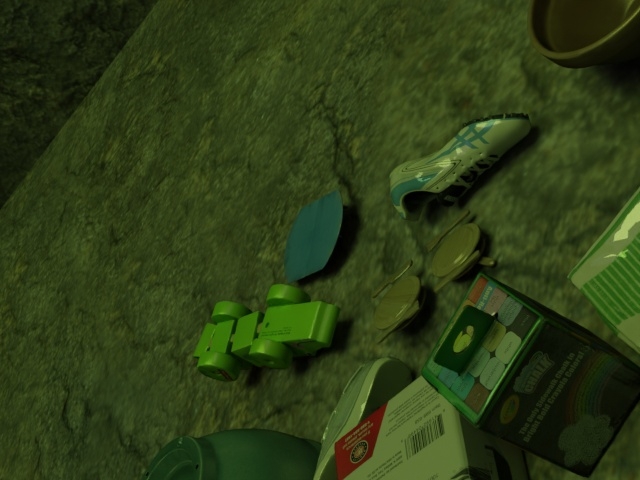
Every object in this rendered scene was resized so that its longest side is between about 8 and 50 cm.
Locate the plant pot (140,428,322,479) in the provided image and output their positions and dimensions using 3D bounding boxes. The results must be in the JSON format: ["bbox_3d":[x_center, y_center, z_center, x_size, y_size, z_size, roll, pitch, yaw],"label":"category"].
[{"bbox_3d":[-0.130,0.370,1.613,0.293,0.196,0.293,-39,35,35],"label":"plant pot"}]

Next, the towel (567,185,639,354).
[{"bbox_3d":[0.395,0.029,1.221,0.248,0.038,0.325,-54,29,13],"label":"towel"}]

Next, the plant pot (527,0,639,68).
[{"bbox_3d":[0.372,-0.298,1.474,0.237,0.110,0.237,-40,34,34],"label":"plant pot"}]

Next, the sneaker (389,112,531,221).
[{"bbox_3d":[0.191,-0.100,1.642,0.237,0.085,0.086,-31,66,38],"label":"sneaker"}]

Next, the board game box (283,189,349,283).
[{"bbox_3d":[0.000,0.000,1.907,0.169,0.033,0.133,-26,49,54],"label":"board game box"}]

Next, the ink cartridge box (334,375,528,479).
[{"bbox_3d":[0.126,0.302,1.337,0.197,0.114,0.272,-43,33,30],"label":"ink cartridge box"}]

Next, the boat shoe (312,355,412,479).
[{"bbox_3d":[0.043,0.255,1.568,0.227,0.079,0.081,-63,21,-16],"label":"boat shoe"}]

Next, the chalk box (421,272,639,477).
[{"bbox_3d":[0.202,0.129,1.260,0.132,0.213,0.132,-58,28,6],"label":"chalk box"}]

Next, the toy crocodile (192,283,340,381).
[{"bbox_3d":[-0.086,0.150,1.857,0.341,0.105,0.115,-18,50,47],"label":"toy crocodile"}]

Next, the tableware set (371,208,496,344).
[{"bbox_3d":[0.148,0.056,1.605,0.194,0.039,0.128,-43,21,20],"label":"tableware set"}]
